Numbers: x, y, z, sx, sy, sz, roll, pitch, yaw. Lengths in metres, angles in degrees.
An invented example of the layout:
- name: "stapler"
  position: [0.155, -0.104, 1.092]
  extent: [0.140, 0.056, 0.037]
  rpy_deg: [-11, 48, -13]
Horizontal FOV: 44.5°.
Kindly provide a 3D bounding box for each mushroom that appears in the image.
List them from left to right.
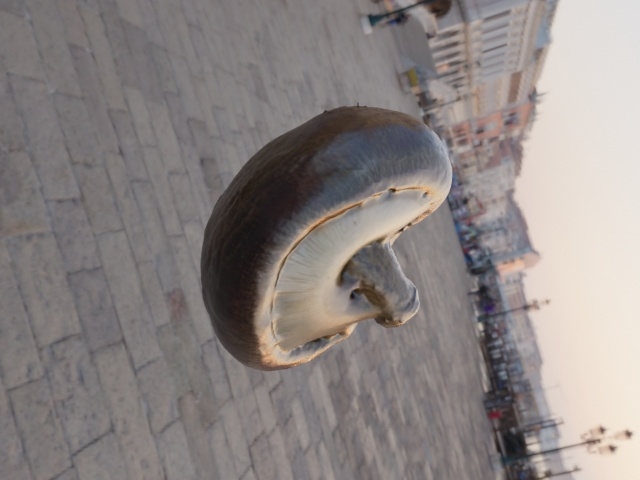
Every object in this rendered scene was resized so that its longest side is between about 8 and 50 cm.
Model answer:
- name: "mushroom"
  position: [-0.007, -0.009, 0.599]
  extent: [0.194, 0.231, 0.138]
  rpy_deg: [22, 23, -44]
